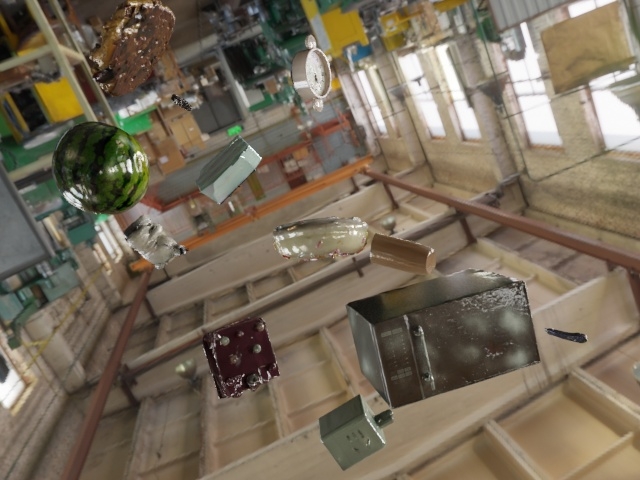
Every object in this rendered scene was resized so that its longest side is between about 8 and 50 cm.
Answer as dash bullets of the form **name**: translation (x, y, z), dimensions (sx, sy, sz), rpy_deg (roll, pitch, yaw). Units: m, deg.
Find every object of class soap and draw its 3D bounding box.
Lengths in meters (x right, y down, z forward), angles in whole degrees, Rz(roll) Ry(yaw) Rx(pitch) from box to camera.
- **soap**: translation (-0.321, -0.241, 1.943), dimensions (0.230, 0.091, 0.145), rpy_deg (-43, -140, 1)

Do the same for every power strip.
- **power strip**: translation (0.122, 0.584, 1.756), dimensions (0.224, 0.140, 0.139), rpy_deg (-33, -168, 5)

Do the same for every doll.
- **doll**: translation (-0.533, 0.011, 1.791), dimensions (0.149, 0.192, 0.095), rpy_deg (-37, -153, 32)

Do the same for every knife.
- **knife**: translation (0.738, 0.284, 1.690), dimensions (0.121, 0.031, 0.018), rpy_deg (11, -137, 21)

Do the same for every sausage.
- **sausage**: translation (0.321, 0.056, 2.172), dimensions (0.252, 0.123, 0.123), rpy_deg (13, -153, 14)

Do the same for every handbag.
- **handbag**: translation (-0.237, 0.353, 1.698), dimensions (0.203, 0.216, 0.074), rpy_deg (-14, 175, -39)

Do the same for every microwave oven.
- **microwave oven**: translation (0.329, 0.257, 1.600), dimensions (0.431, 0.236, 0.374), rpy_deg (-14, -174, -10)

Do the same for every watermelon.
- **watermelon**: translation (-0.664, -0.217, 1.712), dimensions (0.285, 0.285, 0.285), rpy_deg (-22, -164, 6)

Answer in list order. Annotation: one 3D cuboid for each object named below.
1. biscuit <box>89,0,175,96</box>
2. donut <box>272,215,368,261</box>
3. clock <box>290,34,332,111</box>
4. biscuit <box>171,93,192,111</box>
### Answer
- **biscuit**: translation (-0.516, -0.530, 1.524), dimensions (0.289, 0.081, 0.334), rpy_deg (-55, -178, 6)
- **donut**: translation (0.000, 0.000, 2.168), dimensions (0.382, 0.143, 0.382), rpy_deg (-5, 175, 0)
- **clock**: translation (-0.029, -0.515, 1.743), dimensions (0.063, 0.229, 0.155), rpy_deg (2, -164, 30)
- **biscuit**: translation (-0.547, -0.542, 2.207), dimensions (0.027, 0.087, 0.089), rpy_deg (-51, 176, 13)
